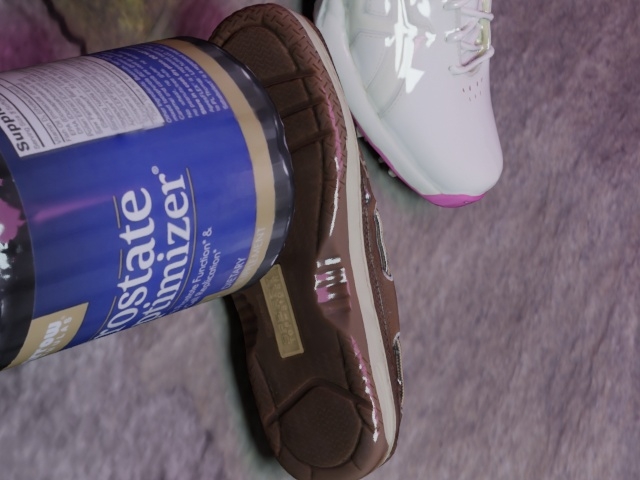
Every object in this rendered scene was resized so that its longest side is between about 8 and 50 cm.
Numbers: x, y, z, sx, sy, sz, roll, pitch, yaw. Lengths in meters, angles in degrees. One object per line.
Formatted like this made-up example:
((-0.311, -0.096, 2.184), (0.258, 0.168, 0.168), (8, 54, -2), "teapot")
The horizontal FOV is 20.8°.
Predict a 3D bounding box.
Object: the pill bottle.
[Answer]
((-0.127, -0.011, 0.737), (0.219, 0.123, 0.122), (-19, 93, -41), "pill bottle")

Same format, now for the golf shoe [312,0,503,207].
((0.061, -0.166, 1.047), (0.115, 0.140, 0.306), (-41, 113, -53), "golf shoe")

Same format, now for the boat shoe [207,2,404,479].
((-0.007, 0.001, 0.950), (0.095, 0.095, 0.257), (-8, 91, -68), "boat shoe")
